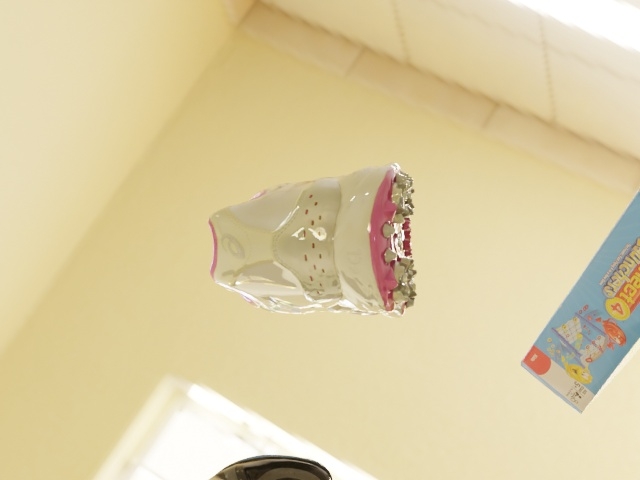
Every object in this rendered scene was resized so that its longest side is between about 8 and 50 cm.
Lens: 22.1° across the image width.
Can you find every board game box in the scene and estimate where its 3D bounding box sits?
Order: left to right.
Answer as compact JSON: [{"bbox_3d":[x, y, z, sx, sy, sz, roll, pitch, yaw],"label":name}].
[{"bbox_3d":[0.374,-0.006,1.714,0.086,0.302,0.308,40,139,13],"label":"board game box"}]

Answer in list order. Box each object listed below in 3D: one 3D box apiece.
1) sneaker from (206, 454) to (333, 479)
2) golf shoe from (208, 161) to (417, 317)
[{"bbox_3d":[-0.074,0.183,1.048,0.078,0.188,0.067,3,100,64],"label":"sneaker"},{"bbox_3d":[0.000,0.000,1.159,0.140,0.115,0.306,-3,175,5],"label":"golf shoe"}]
